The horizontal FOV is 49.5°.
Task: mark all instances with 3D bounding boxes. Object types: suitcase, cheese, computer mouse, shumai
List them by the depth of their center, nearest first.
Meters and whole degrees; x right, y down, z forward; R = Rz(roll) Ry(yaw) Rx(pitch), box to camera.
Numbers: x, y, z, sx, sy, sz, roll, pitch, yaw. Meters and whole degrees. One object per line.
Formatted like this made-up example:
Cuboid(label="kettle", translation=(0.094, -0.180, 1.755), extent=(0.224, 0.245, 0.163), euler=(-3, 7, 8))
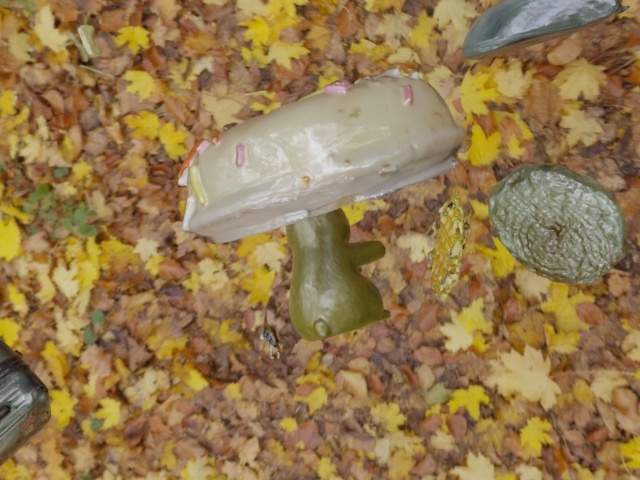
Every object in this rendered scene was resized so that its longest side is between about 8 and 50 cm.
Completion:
Cuboid(label="suitcase", translation=(-0.479, 0.262, 0.840), extent=(0.128, 0.312, 0.202), euler=(44, 149, 4))
Cuboid(label="computer mouse", translation=(0.495, -0.502, 1.554), extent=(0.371, 0.188, 0.121), euler=(-11, 98, 10))
Cuboid(label="shumai", translation=(0.588, -0.075, 1.628), extent=(0.304, 0.263, 0.309), euler=(-22, 99, 45))
Cuboid(label="cheese", translation=(-0.578, -0.501, 1.747), extent=(0.030, 0.044, 0.083), euler=(-24, 91, 58))

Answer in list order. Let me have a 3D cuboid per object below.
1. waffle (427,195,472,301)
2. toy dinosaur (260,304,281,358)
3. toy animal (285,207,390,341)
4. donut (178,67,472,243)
Cuboid(label="waffle", translation=(0.346, 0.023, 1.909), extent=(0.060, 0.262, 0.280), euler=(7, 67, -8))
Cuboid(label="toy dinosaur", translation=(-0.111, 0.216, 1.551), extent=(0.037, 0.180, 0.058), euler=(-1, 120, -25))
Cuboid(label="toy animal", translation=(0.011, 0.010, 1.295), extent=(0.181, 0.180, 0.362), euler=(-16, 71, 29))
Cuboid(label="donut", translation=(-0.002, -0.106, 0.901), extent=(0.383, 0.382, 0.142), euler=(-17, 93, 14))
